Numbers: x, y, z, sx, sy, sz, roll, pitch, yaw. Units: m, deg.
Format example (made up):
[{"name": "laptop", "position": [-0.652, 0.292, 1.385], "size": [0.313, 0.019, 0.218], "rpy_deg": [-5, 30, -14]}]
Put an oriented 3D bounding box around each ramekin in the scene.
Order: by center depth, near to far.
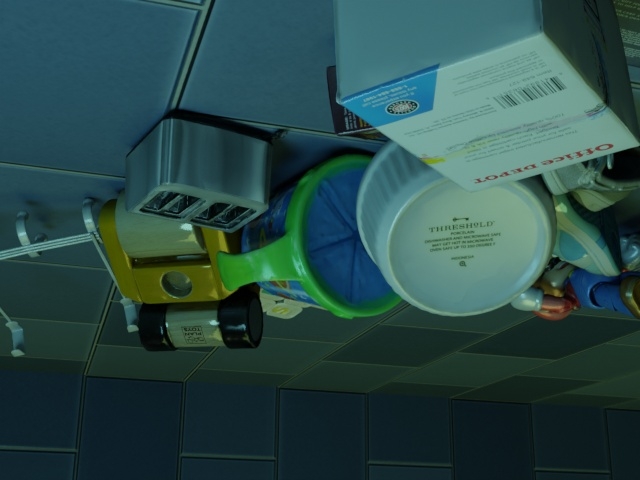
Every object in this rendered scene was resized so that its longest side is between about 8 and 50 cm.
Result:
[{"name": "ramekin", "position": [0.184, -0.022, 1.179], "size": [0.272, 0.127, 0.273], "rpy_deg": [-1, 120, -2]}]

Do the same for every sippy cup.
[{"name": "sippy cup", "position": [0.000, 0.000, 1.353], "size": [0.305, 0.240, 0.224], "rpy_deg": [24, 163, -30]}]

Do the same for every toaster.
[{"name": "toaster", "position": [-0.163, -0.091, 1.233], "size": [0.168, 0.110, 0.185], "rpy_deg": [11, 158, -30]}]

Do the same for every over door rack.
[{"name": "over door rack", "position": [-0.475, 0.058, 1.567], "size": [0.239, 0.108, 0.324], "rpy_deg": [-12, 141, -5]}]

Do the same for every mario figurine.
[{"name": "mario figurine", "position": [0.461, 0.056, 1.590], "size": [0.198, 0.170, 0.320], "rpy_deg": [13, 172, -30]}]

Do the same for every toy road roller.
[{"name": "toy road roller", "position": [-0.206, 0.020, 1.502], "size": [0.202, 0.241, 0.330], "rpy_deg": [-4, 123, 14]}]

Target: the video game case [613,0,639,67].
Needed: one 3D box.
[{"name": "video game case", "position": [0.363, -0.252, 0.881], "size": [0.196, 0.026, 0.274], "rpy_deg": [7, 159, -19]}]

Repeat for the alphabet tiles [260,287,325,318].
[{"name": "alphabet tiles", "position": [-0.028, 0.077, 1.738], "size": [0.277, 0.021, 0.284], "rpy_deg": [18, 140, -37]}]

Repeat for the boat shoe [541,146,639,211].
[{"name": "boat shoe", "position": [0.348, -0.115, 1.155], "size": [0.103, 0.118, 0.320], "rpy_deg": [-22, 157, 28]}]

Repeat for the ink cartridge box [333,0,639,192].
[{"name": "ink cartridge box", "position": [0.143, -0.168, 0.758], "size": [0.171, 0.168, 0.232], "rpy_deg": [-14, 157, 31]}]

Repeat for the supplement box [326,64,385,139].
[{"name": "supplement box", "position": [0.114, -0.168, 1.002], "size": [0.188, 0.081, 0.104], "rpy_deg": [-7, -179, 23]}]

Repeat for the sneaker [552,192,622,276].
[{"name": "sneaker", "position": [0.341, -0.020, 1.411], "size": [0.208, 0.127, 0.319], "rpy_deg": [-14, 147, 31]}]
